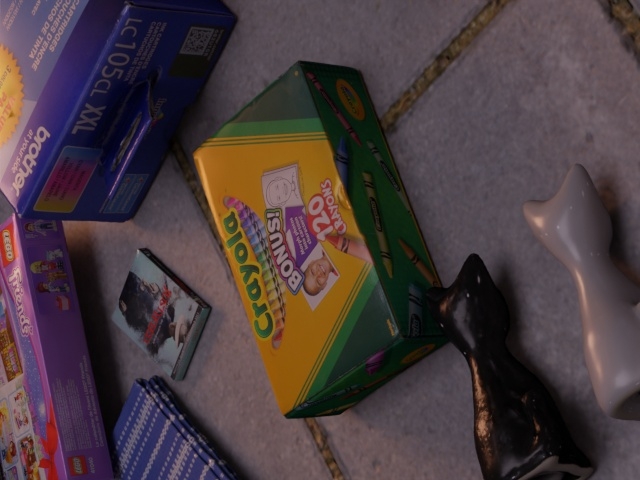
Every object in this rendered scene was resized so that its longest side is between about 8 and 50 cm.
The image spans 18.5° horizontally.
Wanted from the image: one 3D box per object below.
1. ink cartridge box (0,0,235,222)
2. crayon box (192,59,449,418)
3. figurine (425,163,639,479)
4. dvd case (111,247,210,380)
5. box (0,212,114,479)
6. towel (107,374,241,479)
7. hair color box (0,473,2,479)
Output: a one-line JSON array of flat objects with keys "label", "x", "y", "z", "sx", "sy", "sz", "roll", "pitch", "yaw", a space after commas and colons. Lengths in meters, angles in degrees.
[{"label": "ink cartridge box", "x": -0.257, "y": -0.201, "z": 1.993, "sx": 0.395, "sy": 0.151, "sz": 0.270, "roll": 49, "pitch": 122, "yaw": 33}, {"label": "crayon box", "x": 0.000, "y": 0.000, "z": 1.771, "sx": 0.165, "sy": 0.081, "sz": 0.278, "roll": -37, "pitch": 64, "yaw": 38}, {"label": "figurine", "x": 0.185, "y": 0.072, "z": 1.584, "sx": 0.215, "sy": 0.092, "sz": 0.209, "roll": -44, "pitch": 55, "yaw": 34}, {"label": "dvd case", "x": -0.162, "y": 0.074, "z": 1.982, "sx": 0.119, "sy": 0.013, "sz": 0.087, "roll": 40, "pitch": 116, "yaw": 38}, {"label": "box", "x": -0.311, "y": 0.138, "z": 2.077, "sx": 0.201, "sy": 0.057, "sz": 0.293, "roll": -32, "pitch": 67, "yaw": 53}, {"label": "towel", "x": -0.123, "y": 0.322, "z": 1.928, "sx": 0.336, "sy": 0.040, "sz": 0.243, "roll": 45, "pitch": 122, "yaw": 38}, {"label": "hair color box", "x": -0.453, "y": 0.334, "z": 2.164, "sx": 0.339, "sy": 0.110, "sz": 0.185, "roll": -35, "pitch": 65, "yaw": 50}]
